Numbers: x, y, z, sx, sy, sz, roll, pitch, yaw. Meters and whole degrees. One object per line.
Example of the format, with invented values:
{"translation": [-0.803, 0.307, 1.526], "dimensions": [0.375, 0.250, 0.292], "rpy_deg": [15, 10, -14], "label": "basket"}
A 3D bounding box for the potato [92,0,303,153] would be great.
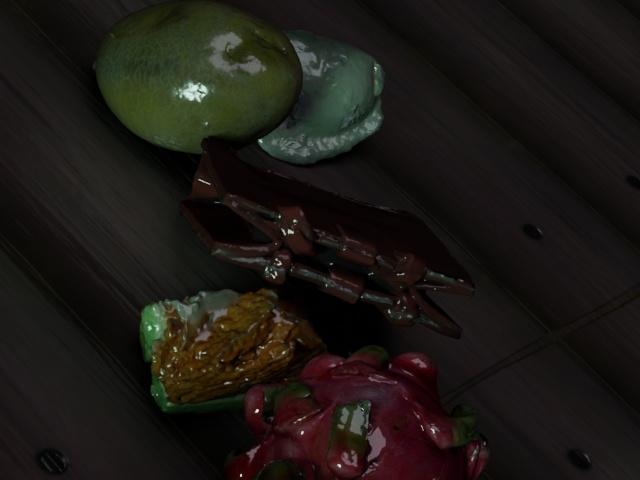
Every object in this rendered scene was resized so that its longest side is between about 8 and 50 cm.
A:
{"translation": [-0.131, -0.174, 1.697], "dimensions": [0.235, 0.160, 0.178], "rpy_deg": [22, 14, 33], "label": "potato"}

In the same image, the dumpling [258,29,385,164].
{"translation": [-0.024, -0.171, 1.807], "dimensions": [0.217, 0.105, 0.149], "rpy_deg": [17, 37, -17], "label": "dumpling"}

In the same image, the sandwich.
{"translation": [-0.061, 0.084, 1.432], "dimensions": [0.185, 0.160, 0.109], "rpy_deg": [-4, 66, -27], "label": "sandwich"}

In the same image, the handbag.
{"translation": [0.001, -0.001, 1.550], "dimensions": [0.260, 0.084, 0.275], "rpy_deg": [21, 8, -13], "label": "handbag"}

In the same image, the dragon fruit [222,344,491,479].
{"translation": [0.017, 0.199, 1.319], "dimensions": [0.273, 0.198, 0.218], "rpy_deg": [-30, 80, -44], "label": "dragon fruit"}
